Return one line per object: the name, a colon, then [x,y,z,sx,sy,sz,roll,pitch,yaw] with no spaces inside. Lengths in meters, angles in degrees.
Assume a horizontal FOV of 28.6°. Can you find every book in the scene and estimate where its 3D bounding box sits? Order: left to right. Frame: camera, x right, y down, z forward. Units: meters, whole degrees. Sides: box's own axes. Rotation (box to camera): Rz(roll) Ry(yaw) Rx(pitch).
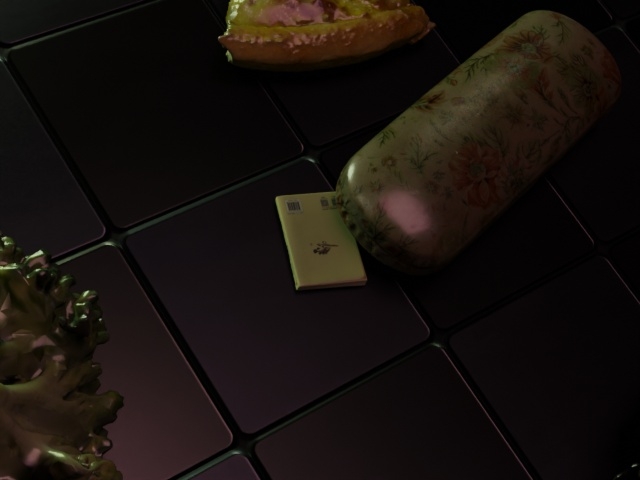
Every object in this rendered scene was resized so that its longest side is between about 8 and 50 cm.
book: [0.000,0.000,1.328,0.077,0.014,0.111,-5,63,-19]

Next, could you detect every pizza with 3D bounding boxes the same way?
pizza: [-0.038,-0.322,1.465,0.279,0.075,0.288,-20,70,-28]

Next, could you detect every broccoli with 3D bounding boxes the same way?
broccoli: [-0.336,0.144,1.022,0.324,0.272,0.334,-24,73,14]

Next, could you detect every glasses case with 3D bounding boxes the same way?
glasses case: [0.186,-0.119,1.408,0.156,0.098,0.425,45,57,7]

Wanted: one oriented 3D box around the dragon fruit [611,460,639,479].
dragon fruit: [0.470,0.225,1.229,0.269,0.250,0.291,-40,94,-27]
